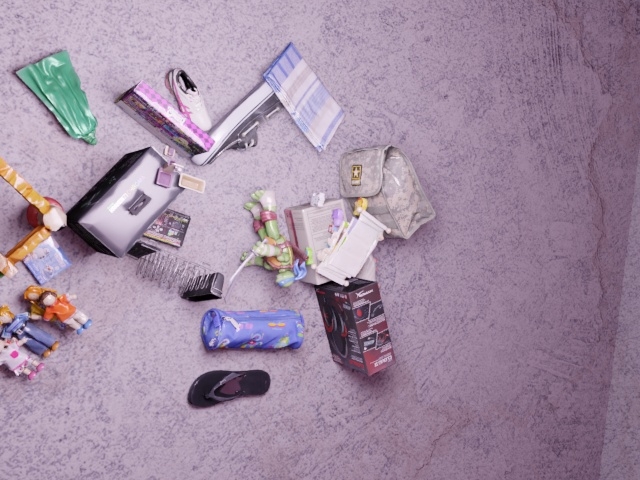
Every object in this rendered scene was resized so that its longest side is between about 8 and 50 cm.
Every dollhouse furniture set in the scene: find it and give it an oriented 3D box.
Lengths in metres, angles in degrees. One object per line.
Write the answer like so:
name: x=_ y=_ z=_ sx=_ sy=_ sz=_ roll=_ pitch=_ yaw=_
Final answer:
dollhouse furniture set: x=-0.303 y=-0.163 z=1.470 sx=0.114 sy=0.081 sz=0.091 roll=19 pitch=72 yaw=-35

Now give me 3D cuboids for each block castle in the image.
block castle: x=-0.825 y=-0.002 z=1.408 sx=0.453 sy=0.212 sz=0.303 roll=-48 pitch=118 yaw=-17

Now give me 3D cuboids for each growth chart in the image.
growth chart: x=0.088 y=0.019 z=1.842 sx=0.172 sy=0.021 sz=0.237 roll=40 pitch=86 yaw=-35

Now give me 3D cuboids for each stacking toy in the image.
stacking toy: x=0.045 y=-0.026 z=1.851 sx=0.166 sy=0.052 sz=0.221 roll=9 pitch=89 yaw=-30

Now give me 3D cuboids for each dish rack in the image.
dish rack: x=-0.398 y=0.077 z=1.665 sx=0.271 sy=0.208 sz=0.074 roll=27 pitch=67 yaw=-28

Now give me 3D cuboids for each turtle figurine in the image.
turtle figurine: x=-0.186 y=0.010 z=1.775 sx=0.274 sy=0.198 sz=0.267 roll=-14 pitch=74 yaw=9

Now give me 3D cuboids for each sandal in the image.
sandal: x=-0.258 y=0.420 z=1.845 sx=0.254 sy=0.054 sz=0.097 roll=-6 pitch=96 yaw=-30

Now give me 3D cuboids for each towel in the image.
towel: x=-0.040 y=-0.427 z=1.893 sx=0.285 sy=0.034 sz=0.209 roll=51 pitch=45 yaw=-24

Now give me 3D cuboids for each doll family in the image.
doll family: x=-0.700 y=0.204 z=1.560 sx=0.263 sy=0.118 sz=0.163 roll=-43 pitch=120 yaw=-2

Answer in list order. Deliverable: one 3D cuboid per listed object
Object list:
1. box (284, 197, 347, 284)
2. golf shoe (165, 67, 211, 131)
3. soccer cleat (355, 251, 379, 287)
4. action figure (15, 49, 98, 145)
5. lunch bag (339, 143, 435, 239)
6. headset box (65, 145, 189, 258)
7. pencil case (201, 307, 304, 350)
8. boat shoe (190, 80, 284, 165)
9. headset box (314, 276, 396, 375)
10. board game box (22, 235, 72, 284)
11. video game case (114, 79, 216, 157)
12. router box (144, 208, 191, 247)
box: x=0.000 y=0.000 z=1.930 sx=0.148 sy=0.126 sz=0.233 roll=-16 pitch=101 yaw=-29
golf shoe: x=-0.352 y=-0.377 z=1.730 sx=0.067 sy=0.086 sz=0.186 roll=-41 pitch=113 yaw=-23
soccer cleat: x=0.143 y=0.109 z=2.056 sx=0.076 sy=0.068 sz=0.197 roll=-16 pitch=104 yaw=-25
action figure: x=-0.627 y=-0.338 z=1.584 sx=0.137 sy=0.063 sz=0.232 roll=-37 pitch=106 yaw=-25
lunch bag: x=0.182 y=-0.157 z=1.964 sx=0.169 sy=0.235 sz=0.287 roll=-37 pitch=110 yaw=-24
headset box: x=-0.479 y=-0.094 z=1.557 sx=0.131 sy=0.283 sz=0.246 roll=47 pitch=70 yaw=-23
pencil case: x=-0.189 y=0.253 z=1.834 sx=0.305 sy=0.133 sz=0.120 roll=5 pitch=57 yaw=-31
boat shoe: x=-0.218 y=-0.310 z=1.789 sx=0.119 sy=0.121 sz=0.335 roll=48 pitch=68 yaw=-19
headset box: x=0.107 y=0.267 z=1.955 sx=0.110 sy=0.218 sz=0.294 roll=-20 pitch=103 yaw=-26
board game box: x=-0.686 y=0.049 z=1.596 sx=0.090 sy=0.020 sz=0.090 roll=-39 pitch=110 yaw=-24
video game case: x=-0.400 y=-0.303 z=1.633 sx=0.232 sy=0.210 sz=0.042 roll=39 pitch=74 yaw=-25
router box: x=-0.423 y=-0.041 z=1.733 sx=0.122 sy=0.038 sz=0.092 roll=21 pitch=82 yaw=-29
